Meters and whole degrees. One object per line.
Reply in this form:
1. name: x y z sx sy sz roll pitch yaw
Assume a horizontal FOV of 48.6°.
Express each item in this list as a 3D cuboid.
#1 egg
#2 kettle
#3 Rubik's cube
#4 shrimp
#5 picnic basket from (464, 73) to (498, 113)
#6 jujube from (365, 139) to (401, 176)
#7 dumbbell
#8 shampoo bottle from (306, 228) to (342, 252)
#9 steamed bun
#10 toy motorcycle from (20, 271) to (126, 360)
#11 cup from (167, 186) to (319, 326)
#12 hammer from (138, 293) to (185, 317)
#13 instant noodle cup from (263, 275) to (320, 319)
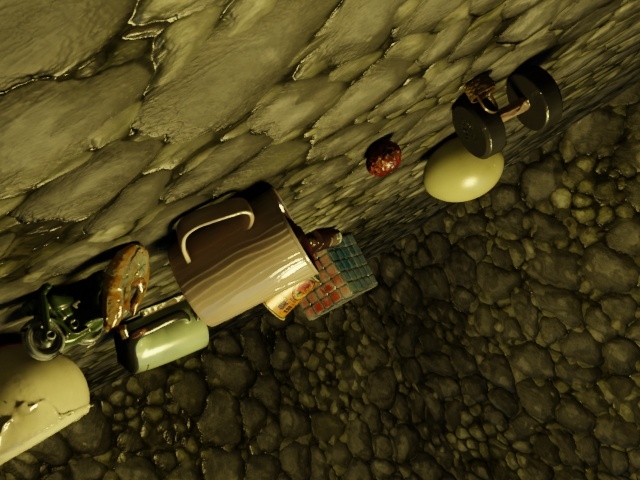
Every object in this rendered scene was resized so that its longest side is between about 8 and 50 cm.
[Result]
1. egg: 0.405 -0.205 2.026 0.242 0.186 0.186 -22 177 31
2. kettle: -0.480 0.279 2.136 0.255 0.165 0.240 -18 158 -34
3. Rubik's cube: 0.037 0.136 2.702 0.238 0.237 0.237 -33 170 31
4. shrimp: -0.368 0.098 1.369 0.052 0.187 0.132 17 -176 29
5. picnic basket: 0.359 -0.314 1.544 0.072 0.083 0.072 -27 172 -4
6. jujube: 0.142 -0.187 1.647 0.077 0.077 0.129 -27 -179 -16
7. dumbbell: 0.435 -0.300 1.658 0.218 0.152 0.152 -27 172 -11
8. shampoo bottle: -0.001 0.002 2.337 0.067 0.068 0.236 -30 171 25
9. steamed bun: -0.696 0.354 1.509 0.374 0.241 0.374 -32 175 -3
10. toy motorcycle: -0.506 0.159 1.423 0.205 0.127 0.275 -34 178 37
11. cup: -0.163 0.032 1.474 0.273 0.208 0.288 -28 173 2
12. hammer: -0.403 0.164 2.110 0.297 0.027 0.125 -23 165 -37
13. instant noodle cup: -0.116 0.114 2.207 0.172 0.216 0.216 -38 171 5
